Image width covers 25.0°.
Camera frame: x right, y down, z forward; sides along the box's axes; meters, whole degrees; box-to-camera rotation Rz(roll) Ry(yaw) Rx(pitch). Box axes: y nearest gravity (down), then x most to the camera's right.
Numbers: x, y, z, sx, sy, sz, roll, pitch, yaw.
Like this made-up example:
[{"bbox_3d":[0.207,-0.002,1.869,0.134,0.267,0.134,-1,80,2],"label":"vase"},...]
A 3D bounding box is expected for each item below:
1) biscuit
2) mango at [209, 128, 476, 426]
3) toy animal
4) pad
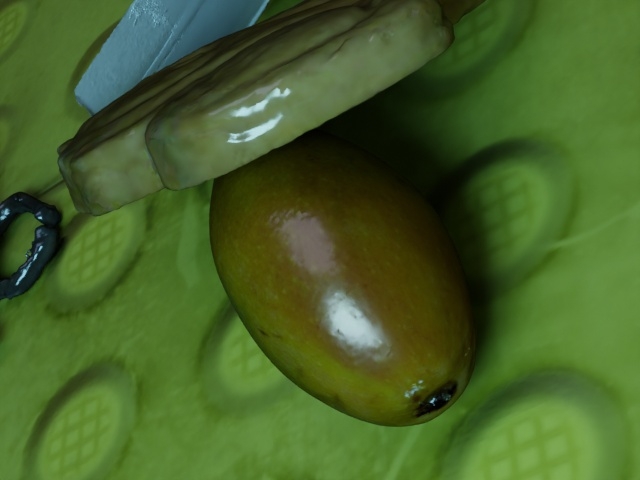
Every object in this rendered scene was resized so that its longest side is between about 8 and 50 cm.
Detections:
[{"bbox_3d":[-0.033,-0.101,0.838,0.269,0.051,0.376,-29,11,-8],"label":"biscuit"},{"bbox_3d":[0.000,0.000,0.764,0.113,0.138,0.253,-44,34,6],"label":"mango"},{"bbox_3d":[-0.274,0.006,1.092,0.148,0.084,0.232,-36,43,21],"label":"toy animal"},{"bbox_3d":[-0.079,-0.160,0.982,0.004,0.156,0.232,30,81,19],"label":"pad"}]
